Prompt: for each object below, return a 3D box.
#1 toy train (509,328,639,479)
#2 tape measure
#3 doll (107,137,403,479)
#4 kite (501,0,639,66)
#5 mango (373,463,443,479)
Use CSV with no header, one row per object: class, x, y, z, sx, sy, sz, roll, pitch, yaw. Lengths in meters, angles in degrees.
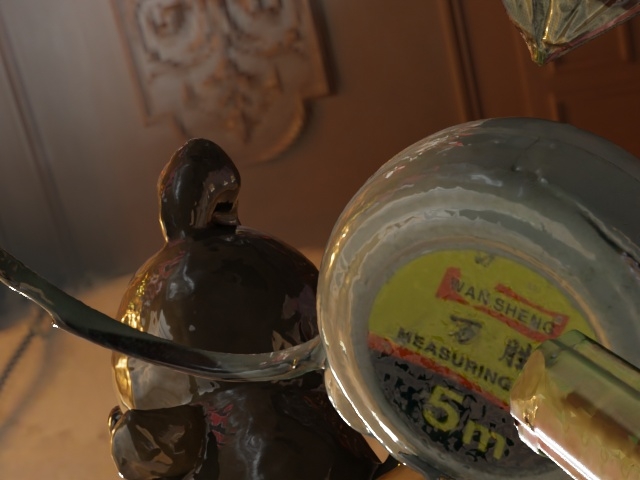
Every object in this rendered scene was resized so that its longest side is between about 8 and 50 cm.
toy train,0.100,0.063,0.413,0.071,0.038,0.148,27,-177,-15
tape measure,0.000,0.001,0.621,0.330,0.164,0.084,25,-150,17
doll,0.011,0.106,1.261,0.379,0.252,0.382,-11,-124,4
kite,0.134,-0.206,0.830,0.323,0.267,0.013,30,-141,26
mango,0.098,0.242,0.818,0.446,0.300,0.232,-33,-148,15
